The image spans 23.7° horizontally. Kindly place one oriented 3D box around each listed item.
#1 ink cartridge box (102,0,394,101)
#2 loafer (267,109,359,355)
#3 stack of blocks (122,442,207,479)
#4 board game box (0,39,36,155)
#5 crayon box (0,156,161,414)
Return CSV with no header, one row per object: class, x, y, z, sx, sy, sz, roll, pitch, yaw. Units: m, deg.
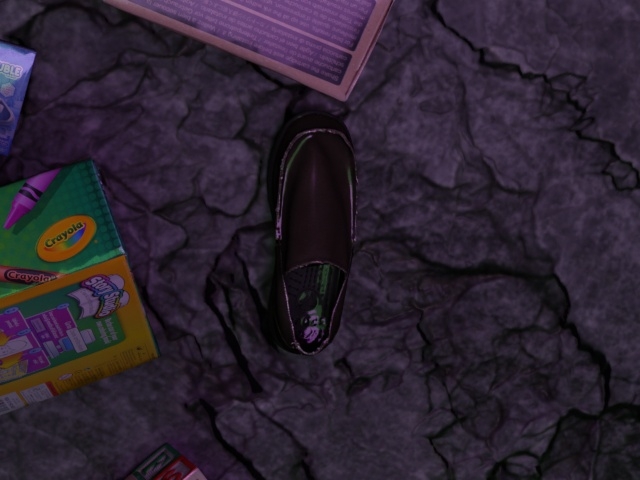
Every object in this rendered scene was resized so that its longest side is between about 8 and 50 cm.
ink cartridge box,-0.072,-0.195,1.143,0.193,0.235,0.088,21,100,-17
loafer,0.000,0.000,1.297,0.080,0.078,0.220,-3,106,-13
stack of blocks,-0.104,0.350,1.348,0.171,0.087,0.297,-40,111,-13
board game box,-0.284,-0.122,1.226,0.090,0.020,0.090,14,100,-16
crayon box,-0.222,0.047,1.159,0.165,0.278,0.081,-19,72,-8
